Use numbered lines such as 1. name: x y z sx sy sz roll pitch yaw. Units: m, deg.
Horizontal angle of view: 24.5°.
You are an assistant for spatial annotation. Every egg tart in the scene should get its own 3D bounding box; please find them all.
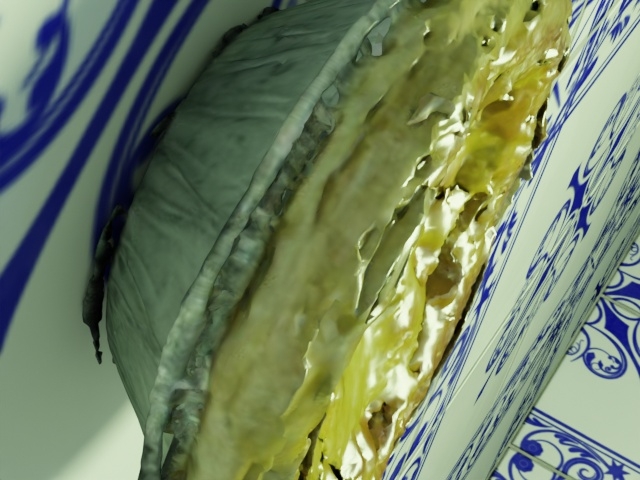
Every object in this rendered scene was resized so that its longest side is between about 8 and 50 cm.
1. egg tart: 0.000 0.000 0.466 0.234 0.094 0.234 -56 163 -27
